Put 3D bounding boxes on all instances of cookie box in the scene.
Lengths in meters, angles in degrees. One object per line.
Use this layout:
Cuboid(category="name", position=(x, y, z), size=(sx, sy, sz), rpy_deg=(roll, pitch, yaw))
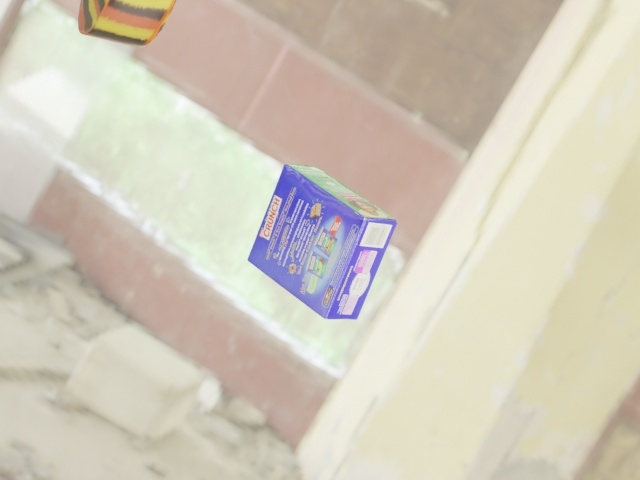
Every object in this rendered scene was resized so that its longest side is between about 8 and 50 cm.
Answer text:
Cuboid(category="cookie box", position=(0.000, 0.000, 1.301), size=(0.040, 0.092, 0.107), rpy_deg=(6, 22, -45))

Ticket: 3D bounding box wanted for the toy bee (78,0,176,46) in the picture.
Cuboid(category="toy bee", position=(-0.136, -0.311, 1.252), size=(0.195, 0.298, 0.162), rpy_deg=(-14, -2, -31))
